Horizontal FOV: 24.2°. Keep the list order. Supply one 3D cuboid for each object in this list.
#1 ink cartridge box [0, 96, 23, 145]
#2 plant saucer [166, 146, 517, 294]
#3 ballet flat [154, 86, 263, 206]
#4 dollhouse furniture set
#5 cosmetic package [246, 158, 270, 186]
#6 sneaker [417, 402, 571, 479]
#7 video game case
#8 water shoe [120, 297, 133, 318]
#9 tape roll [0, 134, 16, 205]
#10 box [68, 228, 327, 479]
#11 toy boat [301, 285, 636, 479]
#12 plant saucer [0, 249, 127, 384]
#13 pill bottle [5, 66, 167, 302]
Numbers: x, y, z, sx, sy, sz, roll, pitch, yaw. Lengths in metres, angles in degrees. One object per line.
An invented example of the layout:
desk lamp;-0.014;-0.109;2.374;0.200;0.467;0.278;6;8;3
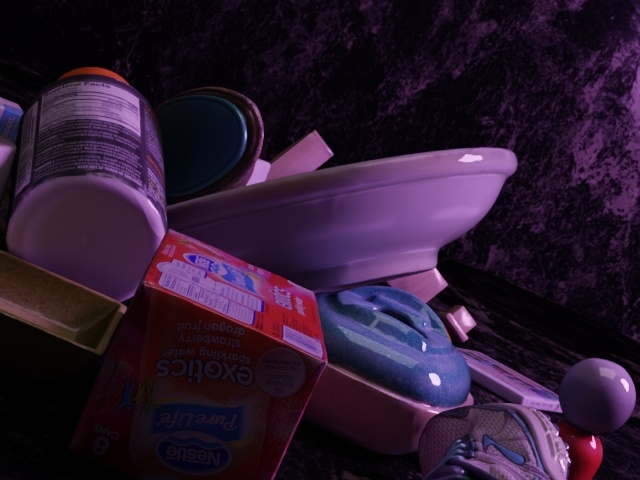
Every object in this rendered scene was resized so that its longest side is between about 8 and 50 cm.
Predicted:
ink cartridge box;-0.420;-0.134;1.690;0.143;0.090;0.092;23;7;-23
plant saucer;0.000;0.000;1.446;0.400;0.100;0.400;-11;-3;-1
ballet flat;-0.135;-0.074;1.429;0.106;0.107;0.316;2;-10;-44
dollhouse furniture set;0.020;0.037;2.185;0.355;0.174;0.303;53;-10;-6
cosmetic package;-0.180;-0.056;1.670;0.151;0.151;0.184;26;7;22
sneaker;0.119;0.180;1.082;0.122;0.110;0.283;19;8;-21
video game case;0.226;0.176;1.903;0.157;0.019;0.143;28;7;34
water shoe;-0.184;0.043;1.315;0.203;0.073;0.080;24;28;25
tape roll;-0.437;-0.097;1.192;0.392;0.072;0.392;16;5;-1
box;-0.080;0.084;1.031;0.128;0.122;0.257;24;6;-6
toy boat;0.114;0.122;1.332;0.318;0.148;0.267;24;6;2
plant saucer;-0.243;0.046;1.086;0.188;0.045;0.188;24;6;-5
pill bottle;-0.198;-0.060;1.284;0.130;0.130;0.245;22;26;-19
